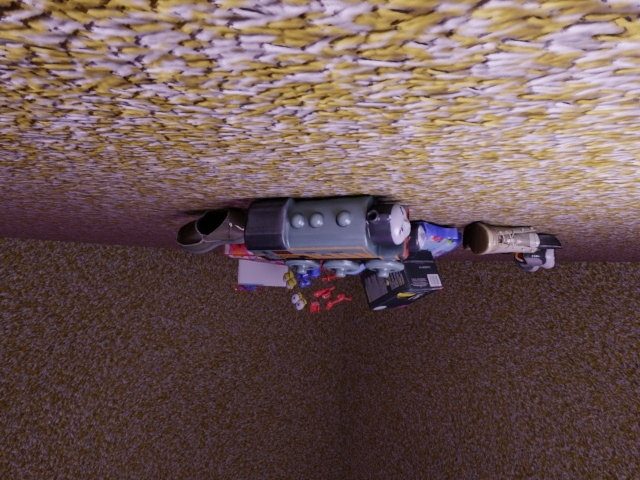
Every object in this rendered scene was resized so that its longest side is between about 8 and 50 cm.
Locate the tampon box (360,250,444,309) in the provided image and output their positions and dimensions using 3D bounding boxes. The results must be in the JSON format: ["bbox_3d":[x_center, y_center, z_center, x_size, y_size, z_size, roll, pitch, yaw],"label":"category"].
[{"bbox_3d":[0.203,0.103,1.111,0.121,0.101,0.161,1,153,-34],"label":"tampon box"}]

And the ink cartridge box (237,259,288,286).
[{"bbox_3d":[-0.228,0.094,1.864,0.198,0.197,0.270,3,175,-1],"label":"ink cartridge box"}]

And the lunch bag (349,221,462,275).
[{"bbox_3d":[0.225,0.013,1.172,0.293,0.138,0.221,-13,165,37],"label":"lunch bag"}]

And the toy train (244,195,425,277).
[{"bbox_3d":[0.019,-0.011,0.821,0.334,0.142,0.190,0,166,26],"label":"toy train"}]

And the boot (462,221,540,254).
[{"bbox_3d":[0.445,-0.003,1.054,0.165,0.077,0.213,2,-179,7],"label":"boot"}]

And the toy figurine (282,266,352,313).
[{"bbox_3d":[-0.033,0.028,1.415,0.191,0.217,0.362,-11,-136,-17],"label":"toy figurine"}]

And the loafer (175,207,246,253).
[{"bbox_3d":[-0.261,-0.034,1.025,0.251,0.094,0.087,-12,144,34],"label":"loafer"}]

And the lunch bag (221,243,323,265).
[{"bbox_3d":[-0.119,0.009,1.189,0.293,0.120,0.258,1,175,26],"label":"lunch bag"}]

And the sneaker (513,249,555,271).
[{"bbox_3d":[0.729,0.054,1.535,0.108,0.100,0.271,2,172,10],"label":"sneaker"}]

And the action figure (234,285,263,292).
[{"bbox_3d":[-0.287,0.192,1.735,0.115,0.030,0.038,3,178,14],"label":"action figure"}]

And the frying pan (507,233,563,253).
[{"bbox_3d":[0.634,0.013,1.338,0.197,0.053,0.326,0,177,30],"label":"frying pan"}]
